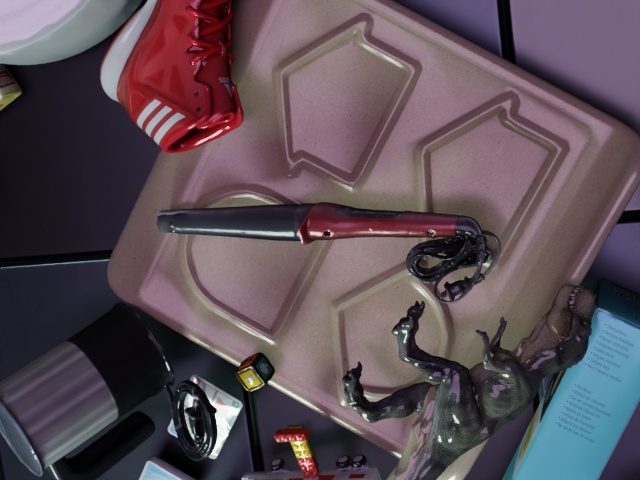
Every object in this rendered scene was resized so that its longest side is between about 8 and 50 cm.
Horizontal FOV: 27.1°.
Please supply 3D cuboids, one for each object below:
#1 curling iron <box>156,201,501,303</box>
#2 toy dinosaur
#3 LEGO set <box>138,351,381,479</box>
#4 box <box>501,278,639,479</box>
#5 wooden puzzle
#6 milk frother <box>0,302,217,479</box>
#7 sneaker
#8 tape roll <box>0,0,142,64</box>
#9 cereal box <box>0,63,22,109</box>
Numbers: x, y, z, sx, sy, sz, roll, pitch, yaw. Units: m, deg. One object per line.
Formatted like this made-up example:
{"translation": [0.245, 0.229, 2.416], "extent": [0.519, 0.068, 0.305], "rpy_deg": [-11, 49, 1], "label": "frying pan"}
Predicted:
{"translation": [0.000, 0.000, 1.014], "extent": [0.274, 0.035, 0.068], "rpy_deg": [8, 102, 15], "label": "curling iron"}
{"translation": [0.083, 0.117, 0.978], "extent": [0.118, 0.064, 0.268], "rpy_deg": [41, 104, -1], "label": "toy dinosaur"}
{"translation": [-0.059, 0.208, 1.104], "extent": [0.182, 0.060, 0.244], "rpy_deg": [30, 126, 5], "label": "LEGO set"}
{"translation": [0.194, 0.158, 1.046], "extent": [0.060, 0.100, 0.244], "rpy_deg": [25, 106, 8], "label": "box"}
{"translation": [0.036, -0.022, 1.062], "extent": [0.348, 0.080, 0.322], "rpy_deg": [30, 106, 10], "label": "wooden puzzle"}
{"translation": [-0.172, 0.141, 1.065], "extent": [0.135, 0.143, 0.129], "rpy_deg": [-35, 111, -24], "label": "milk frother"}
{"translation": [-0.077, -0.161, 0.997], "extent": [0.128, 0.087, 0.221], "rpy_deg": [50, 129, 28], "label": "sneaker"}
{"translation": [-0.248, -0.256, 1.002], "extent": [0.246, 0.169, 0.246], "rpy_deg": [0, 95, 2], "label": "tape roll"}
{"translation": [-0.393, -0.174, 1.139], "extent": [0.173, 0.047, 0.240], "rpy_deg": [-35, 92, 18], "label": "cereal box"}
